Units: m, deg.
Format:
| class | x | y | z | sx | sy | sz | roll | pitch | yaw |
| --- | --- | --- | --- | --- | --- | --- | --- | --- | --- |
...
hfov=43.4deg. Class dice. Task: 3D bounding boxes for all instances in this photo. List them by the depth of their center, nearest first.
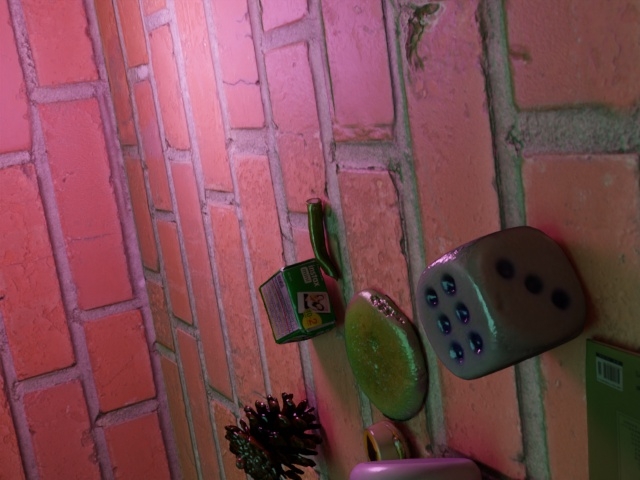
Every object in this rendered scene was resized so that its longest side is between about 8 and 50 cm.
| class | x | y | z | sx | sy | sz | roll | pitch | yaw |
| --- | --- | --- | --- | --- | --- | --- | --- | --- | --- |
| dice | 0.278 | 0.099 | 1.258 | 0.194 | 0.192 | 0.193 | -46 | 61 | 60 |

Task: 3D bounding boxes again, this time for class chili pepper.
| class | x | y | z | sx | sy | sz | roll | pitch | yaw |
| --- | --- | --- | --- | --- | --- | --- | --- | --- | --- |
| chili pepper | 0.000 | 0.000 | 1.886 | 0.052 | 0.050 | 0.201 | -43 | -60 | -80 |

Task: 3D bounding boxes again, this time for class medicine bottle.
| class | x | y | z | sx | sy | sz | roll | pitch | yaw |
| --- | --- | --- | --- | --- | --- | --- | --- | --- | --- |
| medicine bottle | 0.185 | 0.579 | 1.510 | 0.256 | 0.256 | 0.324 | 154 | 118 | -62 |

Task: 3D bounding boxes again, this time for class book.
| class | x | y | z | sx | sy | sz | roll | pitch | yaw |
| --- | --- | --- | --- | --- | --- | --- | --- | --- | --- |
| book | 0.477 | 0.329 | 1.162 | 0.239 | 0.035 | 0.352 | 19 | 119 | 60 |

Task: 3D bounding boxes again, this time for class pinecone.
| class | x | y | z | sx | sy | sz | roll | pitch | yaw |
| --- | --- | --- | --- | --- | --- | --- | --- | --- | --- |
| pinecone | -0.110 | 0.523 | 2.117 | 0.264 | 0.264 | 0.264 | 35 | 131 | 52 |

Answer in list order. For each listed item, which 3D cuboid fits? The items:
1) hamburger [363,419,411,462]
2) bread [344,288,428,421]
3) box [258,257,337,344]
| class | x | y | z | sx | sy | sz | roll | pitch | yaw |
| --- | --- | --- | --- | --- | --- | --- | --- | --- | --- |
| hamburger | 0.151 | 0.464 | 1.776 | 0.141 | 0.082 | 0.126 | -143 | 42 | -69 |
| bread | 0.130 | 0.255 | 1.761 | 0.301 | 0.045 | 0.301 | 37 | 135 | 51 |
| box | -0.059 | 0.158 | 1.980 | 0.250 | 0.103 | 0.180 | -37 | 69 | 65 |
